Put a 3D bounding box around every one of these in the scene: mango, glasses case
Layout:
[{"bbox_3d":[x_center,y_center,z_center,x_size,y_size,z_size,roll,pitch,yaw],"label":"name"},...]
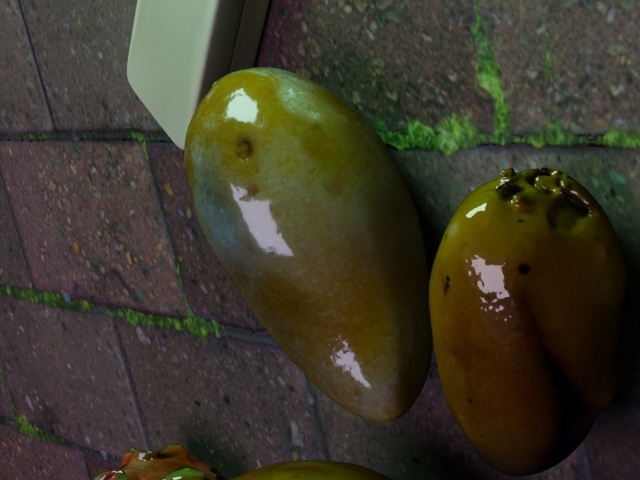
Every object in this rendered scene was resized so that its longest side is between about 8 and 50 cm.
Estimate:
[{"bbox_3d":[0.182,0.070,1.631,0.201,0.152,0.287,24,131,40],"label":"mango"},{"bbox_3d":[0.000,0.000,1.833,0.384,0.199,0.221,62,148,9],"label":"mango"},{"bbox_3d":[-0.128,-0.257,2.003,0.144,0.076,0.336,52,146,26],"label":"glasses case"}]

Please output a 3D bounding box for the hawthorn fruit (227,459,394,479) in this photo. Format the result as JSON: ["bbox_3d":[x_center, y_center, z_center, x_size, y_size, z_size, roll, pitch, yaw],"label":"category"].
[{"bbox_3d":[0.016,0.450,1.907,0.472,0.471,0.472,37,138,43],"label":"hawthorn fruit"}]

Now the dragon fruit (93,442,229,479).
[{"bbox_3d":[-0.208,0.372,2.403,0.227,0.224,0.224,-135,35,-57],"label":"dragon fruit"}]
